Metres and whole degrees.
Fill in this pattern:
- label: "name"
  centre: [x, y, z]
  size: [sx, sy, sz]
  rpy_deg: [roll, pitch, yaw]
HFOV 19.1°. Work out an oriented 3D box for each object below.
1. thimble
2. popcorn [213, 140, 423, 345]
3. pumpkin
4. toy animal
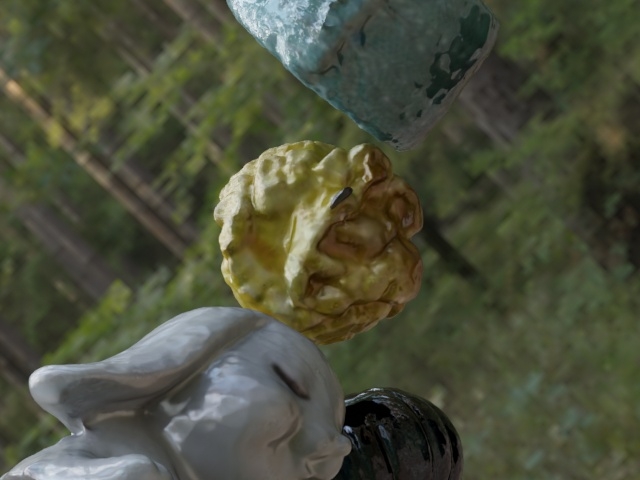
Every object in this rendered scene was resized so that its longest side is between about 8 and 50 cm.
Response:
- label: "thimble"
  centre: [0.036, -0.181, 1.525]
  size: [0.143, 0.198, 0.235]
  rpy_deg: [-50, -7, 9]
- label: "popcorn"
  centre: [0.000, 0.000, 1.554]
  size: [0.180, 0.180, 0.170]
  rpy_deg: [-47, 10, -12]
- label: "pumpkin"
  centre: [0.029, 0.204, 1.628]
  size: [0.194, 0.194, 0.150]
  rpy_deg: [-46, 46, -1]
- label: "toy animal"
  centre: [-0.098, 0.161, 1.408]
  size: [0.206, 0.272, 0.265]
  rpy_deg: [16, 48, 40]
